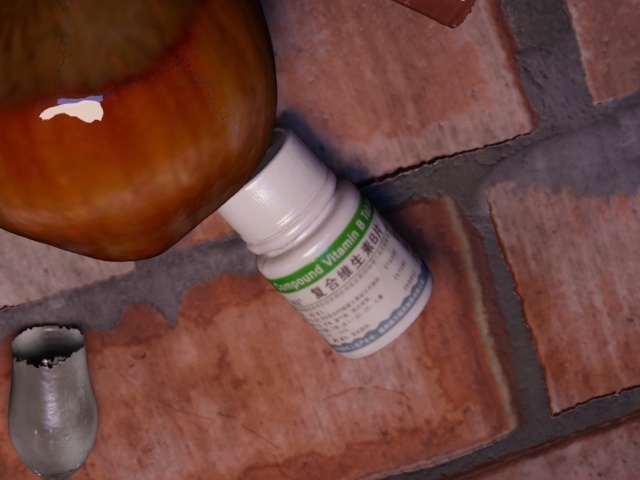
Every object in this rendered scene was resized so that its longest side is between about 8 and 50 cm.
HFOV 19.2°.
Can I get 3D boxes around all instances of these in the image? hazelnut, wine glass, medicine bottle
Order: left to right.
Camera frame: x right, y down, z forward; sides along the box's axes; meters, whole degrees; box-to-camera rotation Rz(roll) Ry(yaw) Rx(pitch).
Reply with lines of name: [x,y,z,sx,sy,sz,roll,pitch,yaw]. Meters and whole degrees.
wine glass: [-0.293,0.208,2.058,0.103,0.103,0.222,-2,113,-5]
hazelnut: [-0.219,-0.147,1.809,0.365,0.366,0.366,-2,113,-5]
medicine bottle: [0.000,0.000,1.981,0.139,0.139,0.237,-37,111,10]

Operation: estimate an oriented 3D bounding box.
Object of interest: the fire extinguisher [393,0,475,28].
fire extinguisher: [0.005,-0.309,1.844,0.337,0.147,0.106,22,129,-15]
